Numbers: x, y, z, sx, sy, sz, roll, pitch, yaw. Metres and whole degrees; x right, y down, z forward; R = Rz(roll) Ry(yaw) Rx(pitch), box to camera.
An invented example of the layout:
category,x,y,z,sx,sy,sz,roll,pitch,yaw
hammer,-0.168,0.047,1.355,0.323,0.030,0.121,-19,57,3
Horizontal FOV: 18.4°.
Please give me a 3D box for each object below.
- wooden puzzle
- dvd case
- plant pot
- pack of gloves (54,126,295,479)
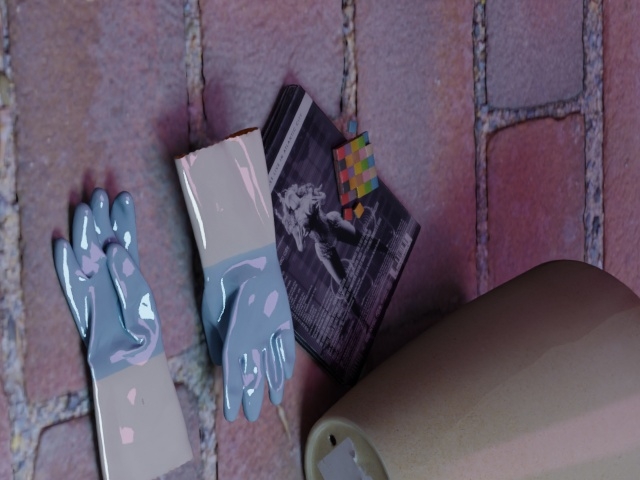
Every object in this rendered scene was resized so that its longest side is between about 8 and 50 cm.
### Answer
category,x,y,z,sx,sy,sz,roll,pitch,yaw
wooden puzzle,0.029,-0.059,1.644,0.049,0.006,0.083,-31,118,-47
dvd case,0.000,0.000,1.636,0.221,0.018,0.165,47,59,-45
plant pot,0.131,0.172,1.678,0.274,0.256,0.257,-16,108,-33
pack of gloves,-0.113,0.050,1.489,0.195,0.046,0.232,-22,112,-35
